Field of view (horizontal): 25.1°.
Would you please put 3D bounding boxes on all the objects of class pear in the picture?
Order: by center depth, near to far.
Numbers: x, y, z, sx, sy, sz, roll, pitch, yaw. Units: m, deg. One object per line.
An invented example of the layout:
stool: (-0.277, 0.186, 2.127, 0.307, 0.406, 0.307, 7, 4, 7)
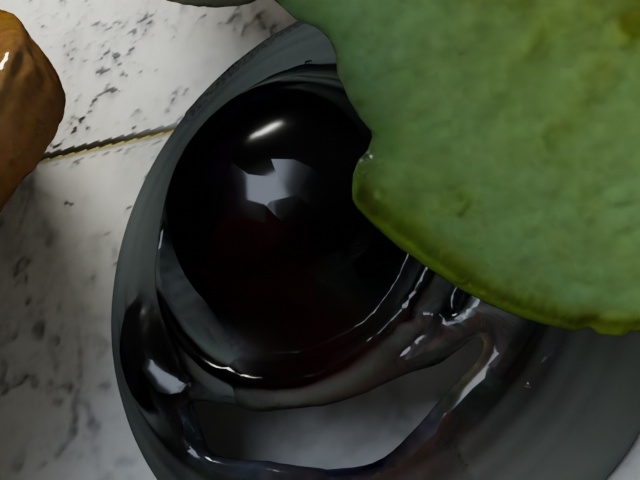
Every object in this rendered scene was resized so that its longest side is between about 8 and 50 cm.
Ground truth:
pear: (0.092, -0.134, 0.480, 0.159, 0.292, 0.292, -9, 65, 28)

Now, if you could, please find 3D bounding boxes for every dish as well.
dish: (0.000, 0.000, 0.595, 0.273, 0.134, 0.273, -13, 64, 29)

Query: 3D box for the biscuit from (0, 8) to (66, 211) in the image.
biscuit: (-0.289, 0.045, 0.703, 0.350, 0.078, 0.455, -11, 41, 42)

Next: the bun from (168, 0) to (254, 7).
bun: (-0.041, -0.219, 0.673, 0.282, 0.204, 0.281, 1, 49, -1)
